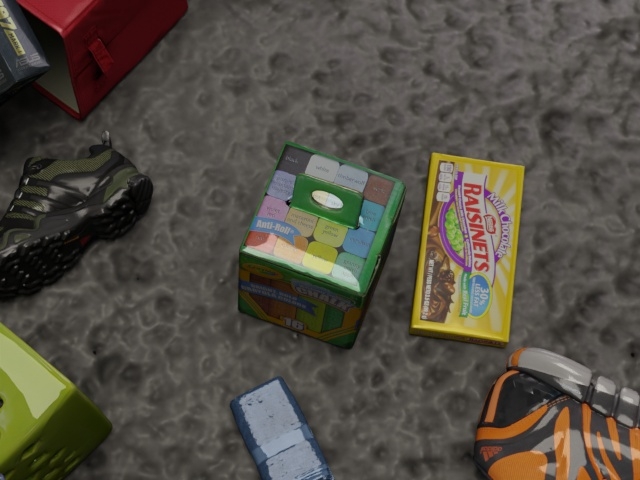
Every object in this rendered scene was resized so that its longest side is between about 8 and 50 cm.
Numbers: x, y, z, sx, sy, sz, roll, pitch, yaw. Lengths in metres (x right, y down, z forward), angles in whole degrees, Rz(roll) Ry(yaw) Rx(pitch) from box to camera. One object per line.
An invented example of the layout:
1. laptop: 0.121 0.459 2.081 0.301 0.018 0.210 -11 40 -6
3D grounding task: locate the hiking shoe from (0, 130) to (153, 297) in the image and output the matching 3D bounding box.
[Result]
1. hiking shoe: -0.293 -0.027 1.474 0.227 0.086 0.114 -30 58 -20

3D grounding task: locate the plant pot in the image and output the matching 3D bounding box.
1. plant pot: -0.355 0.168 1.309 0.227 0.228 0.207 37 78 12

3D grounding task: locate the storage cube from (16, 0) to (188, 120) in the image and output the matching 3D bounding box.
1. storage cube: -0.272 -0.284 1.517 0.215 0.184 0.193 35 69 12

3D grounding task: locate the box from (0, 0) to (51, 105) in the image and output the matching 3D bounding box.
1. box: -0.399 -0.201 1.433 0.059 0.232 0.183 -34 95 -51

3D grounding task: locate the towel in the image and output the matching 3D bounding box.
1. towel: -0.040 0.201 1.409 0.067 0.029 0.119 -23 71 -12

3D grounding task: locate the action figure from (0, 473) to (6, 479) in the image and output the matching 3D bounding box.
1. action figure: -0.278 0.352 1.248 0.330 0.178 0.341 -24 108 -19

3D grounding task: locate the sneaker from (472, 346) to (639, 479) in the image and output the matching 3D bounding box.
1. sneaker: 0.298 0.246 1.369 0.321 0.124 0.180 22 72 18

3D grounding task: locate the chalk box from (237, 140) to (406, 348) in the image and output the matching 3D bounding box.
1. chalk box: 0.000 0.000 1.394 0.132 0.213 0.132 20 68 6

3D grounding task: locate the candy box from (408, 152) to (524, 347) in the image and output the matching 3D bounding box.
1. candy box: 0.158 0.008 1.499 0.105 0.027 0.206 9 68 -2
